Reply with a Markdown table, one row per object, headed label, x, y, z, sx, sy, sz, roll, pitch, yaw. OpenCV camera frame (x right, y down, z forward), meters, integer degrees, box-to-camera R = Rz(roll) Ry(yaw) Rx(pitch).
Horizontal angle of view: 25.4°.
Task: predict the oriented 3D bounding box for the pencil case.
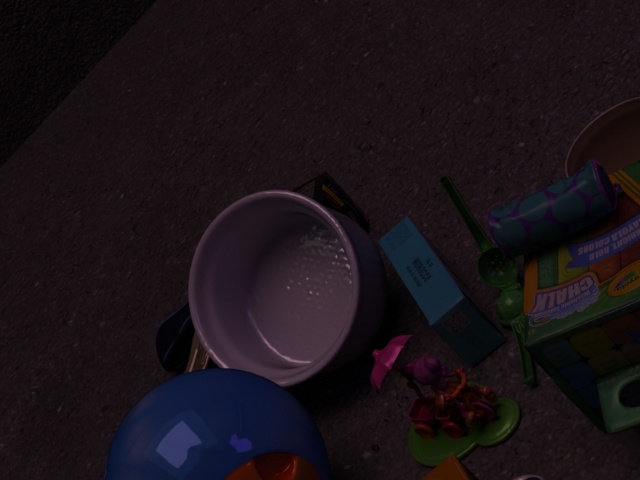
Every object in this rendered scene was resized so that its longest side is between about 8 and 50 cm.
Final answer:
| label | x | y | z | sx | sy | sz | roll | pitch | yaw |
| --- | --- | --- | --- | --- | --- | --- | --- | --- | --- |
| pencil case | 0.265 | -0.036 | 1.628 | 0.151 | 0.064 | 0.070 | -27 | 50 | 28 |

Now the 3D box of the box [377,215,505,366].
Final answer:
| label | x | y | z | sx | sy | sz | roll | pitch | yaw |
| --- | --- | --- | --- | --- | --- | --- | --- | --- | --- |
| box | 0.162 | 0.066 | 1.945 | 0.060 | 0.100 | 0.244 | -41 | 30 | 7 |

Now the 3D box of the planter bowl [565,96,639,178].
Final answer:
| label | x | y | z | sx | sy | sz | roll | pitch | yaw |
| --- | --- | --- | --- | --- | --- | --- | --- | --- | --- |
| planter bowl | 0.412 | -0.090 | 1.832 | 0.162 | 0.109 | 0.162 | -30 | 32 | 21 |

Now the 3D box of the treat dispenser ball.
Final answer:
| label | x | y | z | sx | sy | sz | roll | pitch | yaw |
| --- | --- | --- | --- | --- | --- | --- | --- | --- | --- |
| treat dispenser ball | -0.130 | 0.306 | 1.803 | 0.288 | 0.288 | 0.288 | -30 | 32 | 22 |

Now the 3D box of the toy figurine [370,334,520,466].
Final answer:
| label | x | y | z | sx | sy | sz | roll | pitch | yaw |
| --- | --- | --- | --- | --- | --- | --- | --- | --- | --- |
| toy figurine | 0.137 | 0.185 | 1.765 | 0.173 | 0.159 | 0.130 | -8 | 46 | 45 |

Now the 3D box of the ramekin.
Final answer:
| label | x | y | z | sx | sy | sz | roll | pitch | yaw |
| --- | --- | --- | --- | --- | --- | --- | --- | --- | --- |
| ramekin | -0.039 | 0.071 | 2.030 | 0.277 | 0.135 | 0.277 | -2 | 86 | 29 |

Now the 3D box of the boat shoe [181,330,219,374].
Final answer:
| label | x | y | z | sx | sy | sz | roll | pitch | yaw |
| --- | --- | --- | --- | --- | --- | --- | --- | --- | --- |
| boat shoe | -0.151 | 0.200 | 2.164 | 0.089 | 0.104 | 0.285 | 8 | 68 | 49 |

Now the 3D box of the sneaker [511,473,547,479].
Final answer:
| label | x | y | z | sx | sy | sz | roll | pitch | yaw |
| --- | --- | --- | --- | --- | --- | --- | --- | --- | --- |
| sneaker | 0.195 | 0.322 | 1.629 | 0.152 | 0.054 | 0.061 | -30 | 35 | 22 |

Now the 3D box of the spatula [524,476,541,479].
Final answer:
| label | x | y | z | sx | sy | sz | roll | pitch | yaw |
| --- | --- | --- | --- | --- | --- | --- | --- | --- | --- |
| spatula | 0.290 | 0.340 | 1.490 | 0.084 | 0.030 | 0.296 | -44 | 35 | 1 |

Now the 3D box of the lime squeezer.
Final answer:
| label | x | y | z | sx | sy | sz | roll | pitch | yaw |
| --- | --- | --- | --- | --- | --- | --- | --- | --- | --- |
| lime squeezer | 0.242 | 0.057 | 1.871 | 0.058 | 0.110 | 0.310 | -22 | 64 | 5 |

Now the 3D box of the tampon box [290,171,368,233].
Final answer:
| label | x | y | z | sx | sy | sz | roll | pitch | yaw |
| --- | --- | --- | --- | --- | --- | --- | --- | --- | --- |
| tampon box | 0.000 | 0.000 | 2.201 | 0.101 | 0.120 | 0.161 | -29 | 33 | 24 |

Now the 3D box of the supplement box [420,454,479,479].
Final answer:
| label | x | y | z | sx | sy | sz | roll | pitch | yaw |
| --- | --- | --- | --- | --- | --- | --- | --- | --- | --- |
| supplement box | 0.142 | 0.370 | 1.489 | 0.191 | 0.194 | 0.129 | -40 | 30 | 6 |

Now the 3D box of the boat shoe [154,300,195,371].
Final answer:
| label | x | y | z | sx | sy | sz | roll | pitch | yaw |
| --- | --- | --- | --- | --- | --- | --- | --- | --- | --- |
| boat shoe | -0.162 | 0.125 | 2.284 | 0.258 | 0.109 | 0.089 | -47 | 33 | 29 |

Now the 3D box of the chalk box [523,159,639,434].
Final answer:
| label | x | y | z | sx | sy | sz | roll | pitch | yaw |
| --- | --- | --- | --- | --- | --- | --- | --- | --- | --- |
| chalk box | 0.348 | 0.084 | 1.618 | 0.180 | 0.179 | 0.289 | -26 | 34 | 28 |
